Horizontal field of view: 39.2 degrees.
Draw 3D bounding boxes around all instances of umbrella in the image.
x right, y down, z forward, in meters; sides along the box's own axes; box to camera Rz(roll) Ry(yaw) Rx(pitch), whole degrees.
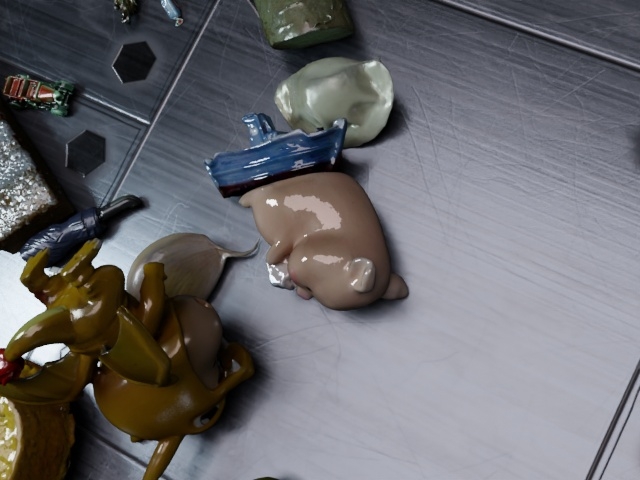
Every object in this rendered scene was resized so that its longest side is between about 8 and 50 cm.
[{"bbox_3d":[-0.460,-0.027,1.721,0.248,0.071,0.071,-33,71,1],"label":"umbrella"}]

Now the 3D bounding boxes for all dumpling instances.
[{"bbox_3d":[0.025,-0.245,1.619,0.216,0.126,0.166,-11,101,3],"label":"dumpling"}]

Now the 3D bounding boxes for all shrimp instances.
[{"bbox_3d":[-0.350,-0.538,1.819,0.150,0.051,0.217,4,79,8],"label":"shrimp"}]

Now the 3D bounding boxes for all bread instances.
[{"bbox_3d":[-0.624,0.358,1.599,0.358,0.204,0.337,11,75,19],"label":"bread"},{"bbox_3d":[-0.659,-0.173,1.780,0.165,0.113,0.416,-40,71,5],"label":"bread"}]

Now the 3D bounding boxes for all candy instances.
[{"bbox_3d":[-0.297,-0.468,1.789,0.030,0.020,0.083,-30,96,15],"label":"candy"}]

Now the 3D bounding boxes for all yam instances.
[{"bbox_3d":[-0.052,-0.478,1.660,0.168,0.168,0.304,-21,74,10],"label":"yam"}]

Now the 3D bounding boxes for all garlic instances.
[{"bbox_3d":[-0.251,0.049,1.630,0.266,0.148,0.128,-46,34,6],"label":"garlic"}]

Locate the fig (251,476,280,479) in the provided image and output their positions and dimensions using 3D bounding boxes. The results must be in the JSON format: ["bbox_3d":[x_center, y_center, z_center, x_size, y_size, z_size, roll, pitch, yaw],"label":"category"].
[{"bbox_3d":[-0.098,0.480,1.491,0.126,0.185,0.133,-24,61,-32],"label":"fig"}]

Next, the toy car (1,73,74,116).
[{"bbox_3d":[-0.569,-0.296,1.815,0.143,0.054,0.073,12,81,18],"label":"toy car"}]

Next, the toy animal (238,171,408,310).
[{"bbox_3d":[0.000,0.004,1.520,0.213,0.195,0.256,-25,75,16],"label":"toy animal"}]

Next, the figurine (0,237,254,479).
[{"bbox_3d":[-0.336,0.189,1.472,0.401,0.387,0.268,-23,35,26],"label":"figurine"}]

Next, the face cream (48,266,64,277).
[{"bbox_3d":[-0.465,0.074,1.716,0.115,0.020,0.038,12,80,16],"label":"face cream"}]

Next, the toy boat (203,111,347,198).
[{"bbox_3d":[-0.084,-0.164,1.600,0.309,0.129,0.142,-12,86,31],"label":"toy boat"}]
